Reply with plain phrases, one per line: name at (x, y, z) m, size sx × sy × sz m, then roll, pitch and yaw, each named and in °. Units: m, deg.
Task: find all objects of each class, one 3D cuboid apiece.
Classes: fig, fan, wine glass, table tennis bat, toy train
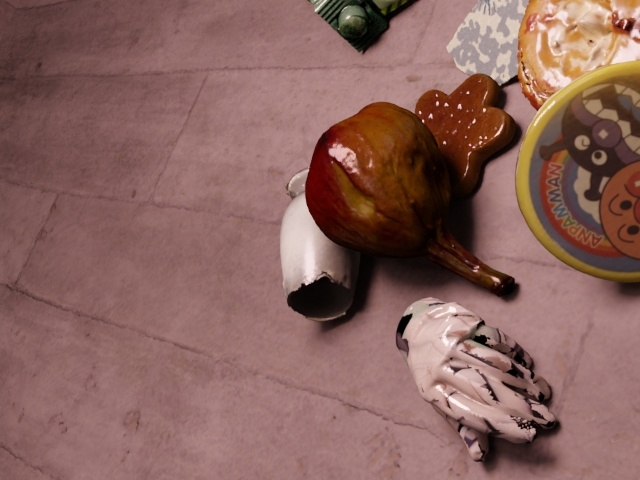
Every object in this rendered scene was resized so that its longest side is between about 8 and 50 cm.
fig at (0.104, -0.051, 1.219) m, size 0.290 × 0.190 × 0.191 m, roll 35°, pitch 92°, yaw 44°
fan at (0.233, -0.272, 1.322) m, size 0.240 × 0.009 × 0.131 m, roll -23°, pitch 78°, yaw 63°
wine glass at (0.000, 0.000, 1.376) m, size 0.111 × 0.111 × 0.204 m, roll -28°, pitch 44°, yaw 32°
table tennis bat at (0.372, -0.100, 1.010) m, size 0.368 × 0.224 × 0.054 m, roll -30°, pitch 3°, yaw 16°
toy train at (0.062, -0.464, 1.604) m, size 0.178 × 0.138 × 0.330 m, roll -29°, pitch 48°, yaw 26°

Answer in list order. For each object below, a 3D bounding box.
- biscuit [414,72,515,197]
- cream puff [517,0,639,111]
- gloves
biscuit at (0.152, -0.120, 1.351) m, size 0.236 × 0.039 × 0.180 m, roll -34°, pitch 49°, yaw 28°
cream puff at (0.338, -0.222, 1.124) m, size 0.240 × 0.164 × 0.240 m, roll -16°, pitch 69°, yaw 48°
gloves at (0.162, 0.150, 1.113) m, size 0.127 × 0.111 × 0.212 m, roll -50°, pitch 31°, yaw 3°
